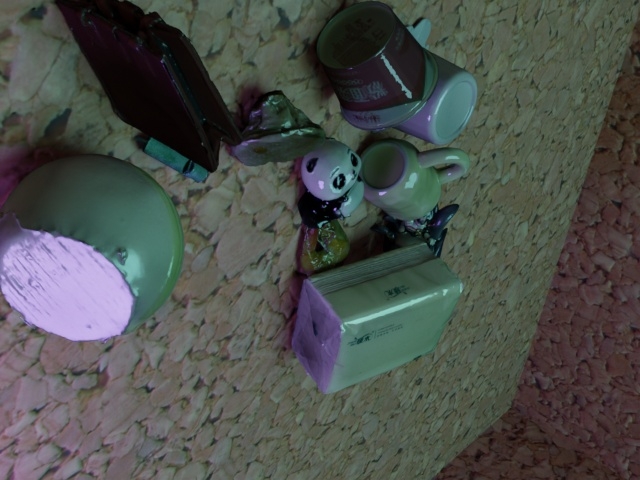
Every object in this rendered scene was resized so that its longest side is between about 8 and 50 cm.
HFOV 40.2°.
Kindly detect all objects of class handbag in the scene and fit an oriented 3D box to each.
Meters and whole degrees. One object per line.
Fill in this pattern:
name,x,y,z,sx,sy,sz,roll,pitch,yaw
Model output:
handbag,-0.259,-0.248,1.347,0.084,0.260,0.275,-46,145,-17

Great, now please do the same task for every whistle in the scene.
whistle,-0.274,-0.154,1.619,0.039,0.039,0.186,-60,149,-1

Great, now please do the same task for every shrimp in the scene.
shrimp,0.000,0.000,2.131,0.145,0.061,0.267,-38,146,-17

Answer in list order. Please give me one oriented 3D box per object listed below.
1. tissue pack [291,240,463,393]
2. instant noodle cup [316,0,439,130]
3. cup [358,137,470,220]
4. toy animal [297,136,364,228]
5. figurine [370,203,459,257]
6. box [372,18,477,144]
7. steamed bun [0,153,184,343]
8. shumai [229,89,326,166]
tissue pack,0.138,0.195,2.244,0.380,0.207,0.297,-18,142,-26
instant noodle cup,0.107,-0.372,1.827,0.235,0.235,0.178,-54,139,-9
cup,0.228,-0.146,2.144,0.202,0.255,0.173,29,71,-60
toy animal,0.023,-0.134,1.968,0.179,0.138,0.166,87,27,-49
figurine,0.260,-0.024,2.381,0.197,0.175,0.265,-27,144,-49
box,0.251,-0.357,2.046,0.291,0.206,0.262,-54,149,-5
steamed bun,-0.355,-0.012,1.405,0.309,0.309,0.309,-36,142,-35
shumai,-0.095,-0.229,1.751,0.201,0.201,0.120,3,72,-56
